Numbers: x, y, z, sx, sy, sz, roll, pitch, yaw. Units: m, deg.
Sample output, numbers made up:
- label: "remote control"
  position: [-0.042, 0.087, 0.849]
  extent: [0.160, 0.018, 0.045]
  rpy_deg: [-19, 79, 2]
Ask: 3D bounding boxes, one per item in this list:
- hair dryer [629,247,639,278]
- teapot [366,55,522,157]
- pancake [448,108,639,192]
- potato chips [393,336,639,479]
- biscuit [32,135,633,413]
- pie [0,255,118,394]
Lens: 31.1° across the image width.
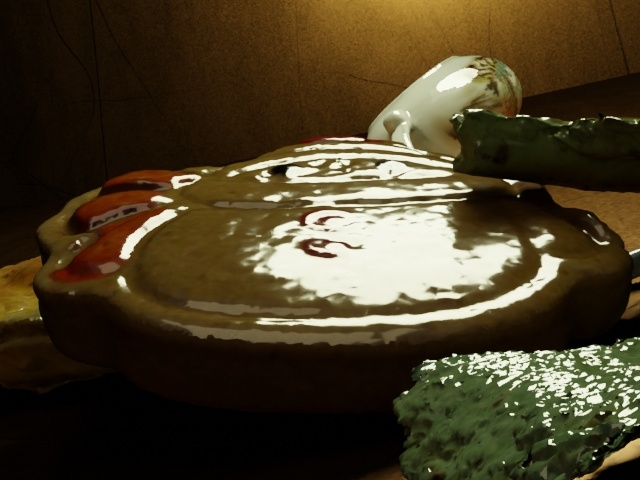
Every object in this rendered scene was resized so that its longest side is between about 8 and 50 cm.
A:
- label: "hair dryer"
  position: [0.222, 0.009, 0.736]
  extent: [0.114, 0.037, 0.063]
  rpy_deg: [-21, 11, -4]
- label: "teapot"
  position: [0.140, -0.111, 1.291]
  extent: [0.204, 0.139, 0.298]
  rpy_deg: [-39, -3, 31]
- label: "pancake"
  position: [0.256, -0.040, 0.662]
  extent: [0.376, 0.054, 0.197]
  rpy_deg: [6, 0, 26]
- label: "potato chips"
  position: [0.139, 0.060, 0.445]
  extent: [0.228, 0.059, 0.167]
  rpy_deg: [-12, -1, 5]
- label: "biscuit"
  position: [0.000, 0.000, 0.730]
  extent: [0.358, 0.074, 0.381]
  rpy_deg: [0, 23, 1]
- label: "pie"
  position: [-0.134, 0.039, 0.904]
  extent: [0.339, 0.083, 0.339]
  rpy_deg: [-12, 11, 2]
